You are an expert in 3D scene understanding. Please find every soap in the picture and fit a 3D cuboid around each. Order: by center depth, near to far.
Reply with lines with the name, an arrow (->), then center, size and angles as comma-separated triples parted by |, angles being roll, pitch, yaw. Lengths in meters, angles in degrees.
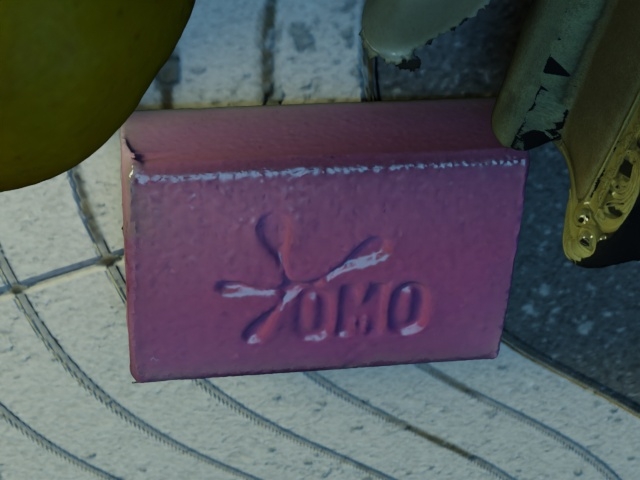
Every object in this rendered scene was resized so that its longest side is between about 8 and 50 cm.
soap -> 0.000, 0.001, 0.966 | 0.259, 0.081, 0.181 | -2, 128, -9

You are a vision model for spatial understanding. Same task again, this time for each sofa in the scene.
sofa -> 0.243, -0.118, 0.875 | 0.258, 0.182, 0.200 | -7, 140, -20

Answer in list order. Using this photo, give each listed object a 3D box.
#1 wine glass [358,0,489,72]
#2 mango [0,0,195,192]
wine glass -> -0.018, -0.234, 0.747 | 0.143, 0.143, 0.321 | -39, 123, 19
mango -> -0.236, -0.212, 0.612 | 0.232, 0.300, 0.445 | -45, 104, -9
